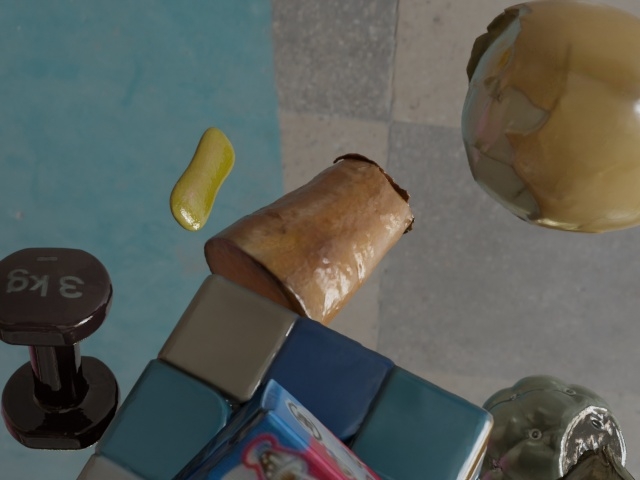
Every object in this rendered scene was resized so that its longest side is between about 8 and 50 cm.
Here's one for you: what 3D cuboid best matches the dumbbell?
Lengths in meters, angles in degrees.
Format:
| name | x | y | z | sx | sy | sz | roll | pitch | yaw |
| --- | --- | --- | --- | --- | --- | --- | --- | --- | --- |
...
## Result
| name | x | y | z | sx | sy | sz | roll | pitch | yaw |
| --- | --- | --- | --- | --- | --- | --- | --- | --- | --- |
| dumbbell | -0.296 | 0.124 | 1.169 | 0.140 | 0.124 | 0.225 | 2 | 133 | -3 |

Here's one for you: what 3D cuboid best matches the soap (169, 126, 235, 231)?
| name | x | y | z | sx | sy | sz | roll | pitch | yaw |
| --- | --- | --- | --- | --- | --- | --- | --- | --- | --- |
| soap | -0.078 | -0.042 | 0.702 | 0.012 | 0.089 | 0.034 | -17 | 126 | 35 |

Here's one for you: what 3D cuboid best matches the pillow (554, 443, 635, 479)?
| name | x | y | z | sx | sy | sz | roll | pitch | yaw |
| --- | --- | --- | --- | --- | --- | --- | --- | --- | --- |
| pillow | 0.392 | 0.370 | 1.371 | 0.053 | 0.208 | 0.119 | 4 | 130 | -50 |

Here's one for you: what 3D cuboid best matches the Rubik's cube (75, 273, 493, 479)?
| name | x | y | z | sx | sy | sz | roll | pitch | yaw |
| --- | --- | --- | --- | --- | --- | --- | --- | --- | --- |
| Rubik's cube | -0.040 | 0.300 | 1.160 | 0.347 | 0.344 | 0.347 | 25 | 161 | 17 |

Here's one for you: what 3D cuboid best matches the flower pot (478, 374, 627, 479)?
| name | x | y | z | sx | sy | sz | roll | pitch | yaw |
| --- | --- | --- | --- | --- | --- | --- | --- | --- | --- |
| flower pot | 0.352 | 0.333 | 1.644 | 0.246 | 0.246 | 0.195 | 35 | 157 | -31 |

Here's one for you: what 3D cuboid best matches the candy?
| name | x | y | z | sx | sy | sz | roll | pitch | yaw |
| --- | --- | --- | --- | --- | --- | --- | --- | --- | --- |
| candy | 0.017 | 0.269 | 0.802 | 0.306 | 0.100 | 0.157 | 43 | 96 | -4 |

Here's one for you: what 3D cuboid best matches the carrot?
| name | x | y | z | sx | sy | sz | roll | pitch | yaw |
| --- | --- | --- | --- | --- | --- | --- | --- | --- | --- |
| carrot | 0.000 | 0.000 | 1.372 | 0.196 | 0.254 | 0.196 | 34 | 150 | 23 |

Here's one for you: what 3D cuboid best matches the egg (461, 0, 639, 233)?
| name | x | y | z | sx | sy | sz | roll | pitch | yaw |
| --- | --- | --- | --- | --- | --- | --- | --- | --- | --- |
| egg | 0.235 | -0.104 | 0.916 | 0.244 | 0.201 | 0.201 | 10 | 147 | -15 |
